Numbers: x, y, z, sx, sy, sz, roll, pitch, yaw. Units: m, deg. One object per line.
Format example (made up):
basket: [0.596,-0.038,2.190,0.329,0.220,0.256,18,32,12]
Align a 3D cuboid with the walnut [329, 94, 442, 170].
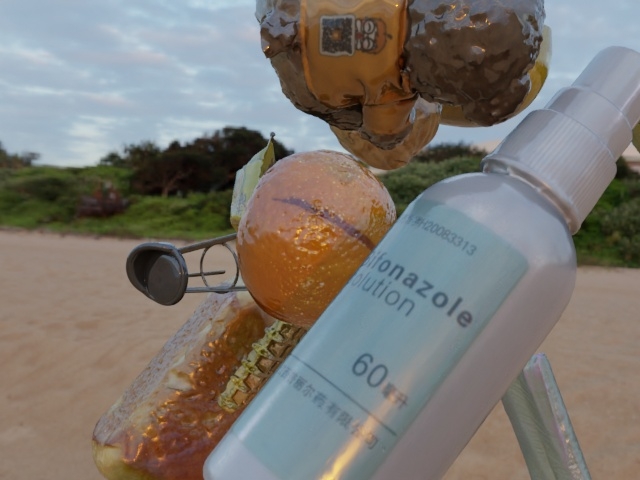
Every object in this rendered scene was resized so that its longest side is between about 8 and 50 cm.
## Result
walnut: [0.094,-0.236,1.271,0.198,0.244,0.198,-27,-2,-1]

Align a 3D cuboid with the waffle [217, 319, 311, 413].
waffle: [-0.072,0.157,1.162,0.046,0.192,0.161,37,38,22]

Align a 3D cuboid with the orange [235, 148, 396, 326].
orange: [0.000,0.000,0.838,0.161,0.193,0.193,17,2,11]

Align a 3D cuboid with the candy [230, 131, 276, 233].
candy: [-0.134,-0.101,1.605,0.081,0.187,0.297,12,-11,-7]

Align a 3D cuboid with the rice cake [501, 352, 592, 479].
rice cake: [0.279,0.246,0.974,0.042,0.221,0.080,-16,-5,-43]

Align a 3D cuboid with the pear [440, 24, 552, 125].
pear: [0.291,-0.324,1.608,0.341,0.191,0.386,-1,3,10]

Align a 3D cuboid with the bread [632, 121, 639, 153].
bread: [0.497,-0.110,0.911,0.302,0.045,0.301,20,-4,2]

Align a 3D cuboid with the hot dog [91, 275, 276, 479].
hot dog: [-0.181,0.265,1.346,0.223,0.405,0.185,44,-16,-16]

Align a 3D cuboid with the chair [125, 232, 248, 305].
chair: [-0.176,0.047,1.192,0.222,0.104,0.095,-2,44,-51]

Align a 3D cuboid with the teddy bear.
teddy bear: [0.050,-0.143,0.521,0.190,0.177,0.140,6,18,28]

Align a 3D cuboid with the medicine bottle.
medicine bottle: [0.082,0.028,0.467,0.110,0.351,0.110,38,-10,8]
